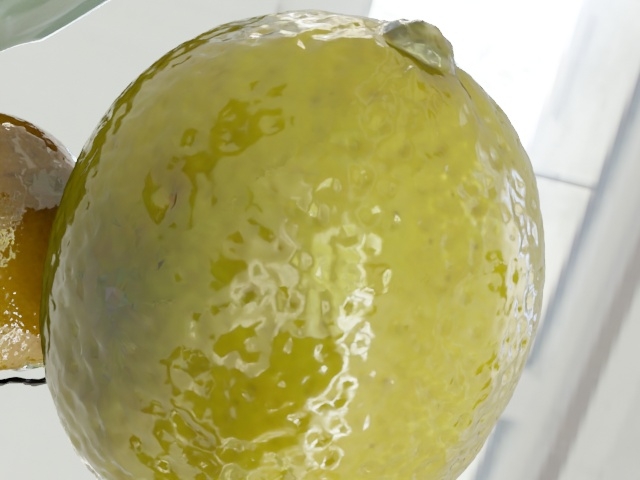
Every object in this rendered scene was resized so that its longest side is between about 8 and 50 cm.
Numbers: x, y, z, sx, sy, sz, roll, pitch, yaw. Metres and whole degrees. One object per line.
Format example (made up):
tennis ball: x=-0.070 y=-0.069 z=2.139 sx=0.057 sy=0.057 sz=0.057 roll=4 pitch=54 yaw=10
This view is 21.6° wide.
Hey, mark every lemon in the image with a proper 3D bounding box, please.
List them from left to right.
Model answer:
lemon: x=-0.014 y=0.021 z=0.823 sx=0.267 sy=0.267 sz=0.267 roll=-167 pitch=-90 yaw=-76

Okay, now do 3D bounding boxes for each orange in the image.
orange: x=-0.177 y=-0.004 z=0.925 sx=0.112 sy=0.170 sz=0.160 roll=-27 pitch=-143 yaw=34

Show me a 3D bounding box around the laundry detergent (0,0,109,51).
laundry detergent: x=-0.225 y=-0.196 z=1.068 sx=0.264 sy=0.397 sz=0.125 roll=-119 pitch=-159 yaw=-46
